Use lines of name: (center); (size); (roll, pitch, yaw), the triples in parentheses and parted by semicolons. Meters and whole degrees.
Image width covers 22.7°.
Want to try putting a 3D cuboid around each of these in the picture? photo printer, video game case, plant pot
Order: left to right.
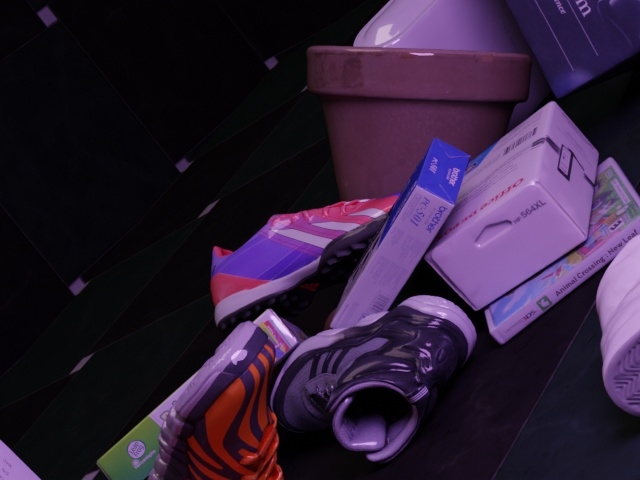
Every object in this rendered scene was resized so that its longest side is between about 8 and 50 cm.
plant pot: (0.110, -0.110, 1.858); (0.263, 0.229, 0.263); (3, 5, 0)
photo printer: (0.188, -0.243, 2.101); (0.307, 0.256, 0.107); (-47, 34, -22)
video game case: (0.243, 0.006, 1.628); (0.193, 0.023, 0.212); (-39, 13, 12)

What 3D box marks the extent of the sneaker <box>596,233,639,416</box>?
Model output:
sneaker: (0.328, -0.004, 1.229); (0.292, 0.108, 0.169); (-39, 16, 17)

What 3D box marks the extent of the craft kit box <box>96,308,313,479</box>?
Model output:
craft kit box: (-0.111, 0.187, 1.790); (0.250, 0.061, 0.246); (-42, -15, 2)

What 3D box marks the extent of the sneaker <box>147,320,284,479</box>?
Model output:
sneaker: (-0.050, 0.206, 1.422); (0.124, 0.180, 0.321); (-50, -11, -36)

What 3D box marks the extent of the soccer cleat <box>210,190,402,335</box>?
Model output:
soccer cleat: (0.000, 0.000, 1.792); (0.318, 0.109, 0.116); (-29, 61, 29)

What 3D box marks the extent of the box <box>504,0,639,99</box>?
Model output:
box: (0.387, -0.385, 1.774); (0.395, 0.293, 0.212); (-31, -4, 41)

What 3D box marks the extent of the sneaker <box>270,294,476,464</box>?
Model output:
sneaker: (0.027, 0.157, 1.587); (0.269, 0.101, 0.153); (-30, 17, 38)

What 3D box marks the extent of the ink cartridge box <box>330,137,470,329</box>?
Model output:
ink cartridge box: (0.081, 0.003, 1.627); (0.207, 0.046, 0.097); (-59, 4, 37)

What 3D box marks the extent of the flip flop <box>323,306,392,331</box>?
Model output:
flip flop: (0.045, 0.095, 1.787); (0.112, 0.080, 0.277); (-42, 13, 0)

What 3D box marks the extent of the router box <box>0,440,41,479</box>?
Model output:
router box: (-0.307, 0.350, 1.416); (0.301, 0.335, 0.082); (-36, 14, 28)

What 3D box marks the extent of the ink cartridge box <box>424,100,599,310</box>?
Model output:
ink cartridge box: (0.201, -0.037, 1.642); (0.148, 0.086, 0.203); (-36, 15, 28)
